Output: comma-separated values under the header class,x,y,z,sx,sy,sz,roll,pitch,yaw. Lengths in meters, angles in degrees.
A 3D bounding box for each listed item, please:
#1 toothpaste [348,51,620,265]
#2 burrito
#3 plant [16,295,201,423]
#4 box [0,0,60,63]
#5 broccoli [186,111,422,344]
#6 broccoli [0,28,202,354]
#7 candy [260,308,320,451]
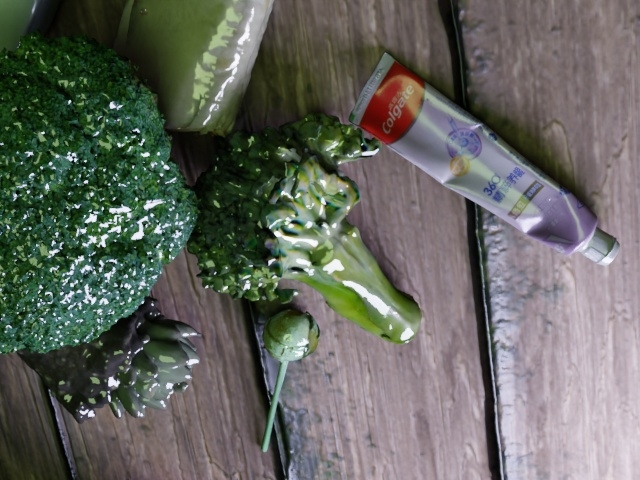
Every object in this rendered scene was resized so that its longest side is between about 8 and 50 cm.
class,x,y,z,sx,sy,sz,roll,pitch,yaw
toothpaste,0.166,-0.067,1.120,0.301,0.048,0.075,33,106,-8
burrito,-0.112,-0.207,1.056,0.143,0.105,0.299,34,116,18
plant,-0.227,0.113,1.206,0.194,0.132,0.129,34,117,-4
box,-0.378,-0.392,1.002,0.396,0.111,0.396,27,116,-5
broccoli,0.001,-0.020,1.139,0.274,0.177,0.199,18,82,-32
broccoli,-0.256,-0.046,1.003,0.307,0.275,0.308,-6,132,-6
candy,-0.044,0.159,1.258,0.061,0.061,0.202,13,124,1
